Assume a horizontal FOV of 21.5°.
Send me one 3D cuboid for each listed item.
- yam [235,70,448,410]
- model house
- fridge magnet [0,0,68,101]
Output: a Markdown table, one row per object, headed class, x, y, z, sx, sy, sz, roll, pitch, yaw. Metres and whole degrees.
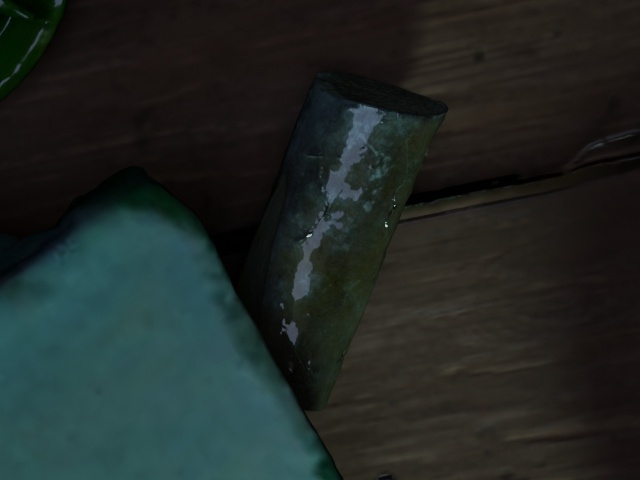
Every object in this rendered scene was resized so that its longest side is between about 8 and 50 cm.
| class | x | y | z | sx | sy | sz | roll | pitch | yaw |
| --- | --- | --- | --- | --- | --- | --- | --- | --- | --- |
| yam | 0.000 | 0.000 | 0.829 | 0.068 | 0.068 | 0.169 | 22 | 102 | 0 |
| model house | -0.159 | 0.122 | 0.825 | 0.230 | 0.249 | 0.280 | -36 | 112 | -26 |
| fridge magnet | -0.220 | -0.148 | 0.805 | 0.208 | 0.088 | 0.208 | 1 | 102 | 5 |
